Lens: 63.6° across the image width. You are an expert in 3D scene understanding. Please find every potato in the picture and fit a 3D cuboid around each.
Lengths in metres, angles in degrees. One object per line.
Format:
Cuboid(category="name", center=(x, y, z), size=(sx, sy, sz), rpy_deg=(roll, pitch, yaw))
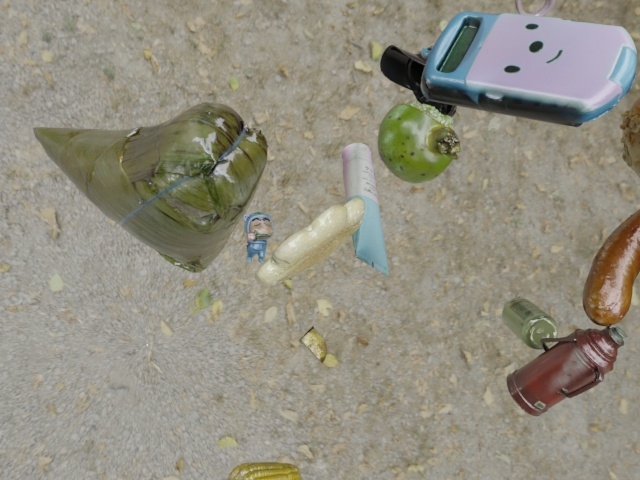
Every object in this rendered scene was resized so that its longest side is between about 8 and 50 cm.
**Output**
Cuboid(category="potato", center=(-0.012, 0.327, 1.617), size=(0.066, 0.096, 0.103), rpy_deg=(-43, 85, -10))

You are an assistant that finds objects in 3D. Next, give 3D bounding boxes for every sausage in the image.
Cuboid(category="sausage", center=(0.563, 0.025, 0.932), size=(0.302, 0.076, 0.103), rpy_deg=(-43, 87, -17))

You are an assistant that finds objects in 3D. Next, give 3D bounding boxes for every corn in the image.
Cuboid(category="corn", center=(-0.160, 0.710, 1.506), size=(0.347, 0.130, 0.130), rpy_deg=(31, 64, -56))

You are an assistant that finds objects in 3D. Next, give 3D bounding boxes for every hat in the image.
Cuboid(category="hat", center=(0.382, -0.593, 1.734), size=(0.336, 0.238, 0.209), rpy_deg=(33, 80, -19))

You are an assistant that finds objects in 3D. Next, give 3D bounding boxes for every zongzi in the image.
Cuboid(category="zongzi", center=(-0.265, -0.130, 0.738), size=(0.360, 0.323, 0.160), rpy_deg=(36, 56, -6))

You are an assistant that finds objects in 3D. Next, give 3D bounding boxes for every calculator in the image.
Cuboid(category="calculator", center=(0.280, -0.250, 0.729), size=(0.293, 0.051, 0.173), rpy_deg=(19, 69, 27))

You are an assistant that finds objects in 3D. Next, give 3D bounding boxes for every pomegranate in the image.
Cuboid(category="pomegranate", center=(0.315, -0.304, 1.605), size=(0.260, 0.340, 0.260), rpy_deg=(-4, 104, -17))

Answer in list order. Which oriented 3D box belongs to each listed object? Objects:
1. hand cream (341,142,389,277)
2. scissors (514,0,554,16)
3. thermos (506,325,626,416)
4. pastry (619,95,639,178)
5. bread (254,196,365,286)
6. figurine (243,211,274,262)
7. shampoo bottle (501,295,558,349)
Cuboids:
Cuboid(category="hand cream", center=(0.090, -0.069, 1.088), size=(0.111, 0.070, 0.312), rpy_deg=(34, 41, -39))
Cuboid(category="scissors", center=(0.329, -0.460, 0.828), size=(0.242, 0.118, 0.030), rpy_deg=(26, 42, -36))
Cuboid(category="thermos", center=(0.466, 0.236, 0.962), size=(0.099, 0.232, 0.124), rpy_deg=(32, 36, -10))
Cuboid(category="pastry", center=(0.760, -0.239, 1.005), size=(0.184, 0.315, 0.284), rpy_deg=(18, 41, -53))
Cuboid(category="bread", center=(0.000, 0.000, 0.889), size=(0.039, 0.182, 0.251), rpy_deg=(52, 31, 9))
Cuboid(category="figurine", center=(-0.212, -0.007, 1.780), size=(0.114, 0.144, 0.178), rpy_deg=(4, 102, -14))
Cuboid(category="shampoo bottle", center=(0.447, 0.172, 1.133), size=(0.079, 0.162, 0.079), rpy_deg=(-1, 103, -4))
